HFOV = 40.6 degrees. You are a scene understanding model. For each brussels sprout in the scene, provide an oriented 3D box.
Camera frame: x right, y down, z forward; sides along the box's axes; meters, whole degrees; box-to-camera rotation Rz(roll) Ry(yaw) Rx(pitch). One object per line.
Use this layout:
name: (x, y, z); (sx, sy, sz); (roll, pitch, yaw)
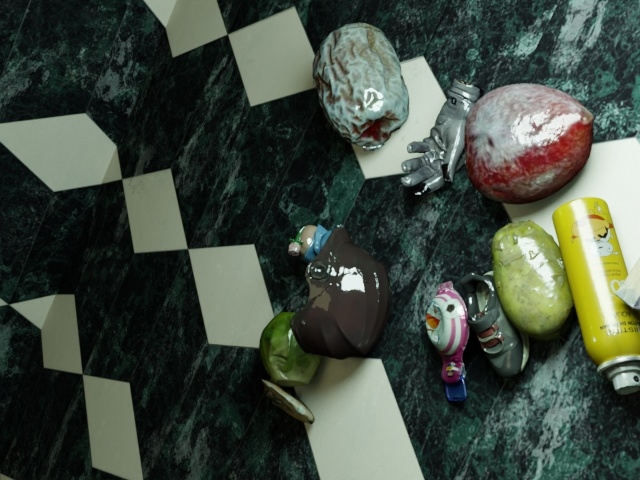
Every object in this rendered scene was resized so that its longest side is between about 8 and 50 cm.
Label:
brussels sprout: (-0.076, 0.270, 2.142); (0.161, 0.144, 0.181); (7, 74, 14)

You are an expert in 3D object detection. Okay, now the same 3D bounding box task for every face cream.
face cream: (0.495, 0.097, 1.515); (0.105, 0.105, 0.349); (-32, 53, 40)

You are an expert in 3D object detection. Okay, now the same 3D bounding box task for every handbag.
handbag: (0.578, 0.048, 1.419); (0.173, 0.117, 0.095); (-63, 27, 10)

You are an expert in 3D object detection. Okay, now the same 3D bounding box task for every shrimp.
shrimp: (-0.097, 0.382, 2.137); (0.052, 0.143, 0.251); (-51, 27, -16)

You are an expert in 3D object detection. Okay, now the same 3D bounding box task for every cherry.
cherry: (0.398, -0.188, 1.666); (0.300, 0.203, 0.230); (-13, 62, 48)

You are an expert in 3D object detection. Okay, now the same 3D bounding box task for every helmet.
helmet: (0.070, 0.133, 1.957); (0.177, 0.225, 0.305); (20, 90, 27)

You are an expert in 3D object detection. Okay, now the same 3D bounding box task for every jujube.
jujube: (0.096, -0.382, 2.123); (0.226, 0.226, 0.317); (-38, 55, 37)

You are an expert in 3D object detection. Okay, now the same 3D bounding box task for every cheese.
cheese: (0.266, 0.207, 1.782); (0.155, 0.062, 0.244); (156, 112, -67)

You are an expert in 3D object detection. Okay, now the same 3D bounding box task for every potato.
potato: (0.403, 0.077, 1.636); (0.149, 0.113, 0.251); (-32, 65, 24)

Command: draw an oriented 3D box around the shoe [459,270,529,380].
shoe: (0.331, 0.158, 1.692); (0.099, 0.112, 0.227); (-32, 51, 39)

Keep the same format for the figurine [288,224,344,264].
figurine: (-0.004, 0.003, 2.133); (0.178, 0.144, 0.114); (-21, 54, 59)

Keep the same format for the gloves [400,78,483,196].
gloves: (0.279, -0.222, 1.907); (0.285, 0.119, 0.142); (-56, 38, -2)
